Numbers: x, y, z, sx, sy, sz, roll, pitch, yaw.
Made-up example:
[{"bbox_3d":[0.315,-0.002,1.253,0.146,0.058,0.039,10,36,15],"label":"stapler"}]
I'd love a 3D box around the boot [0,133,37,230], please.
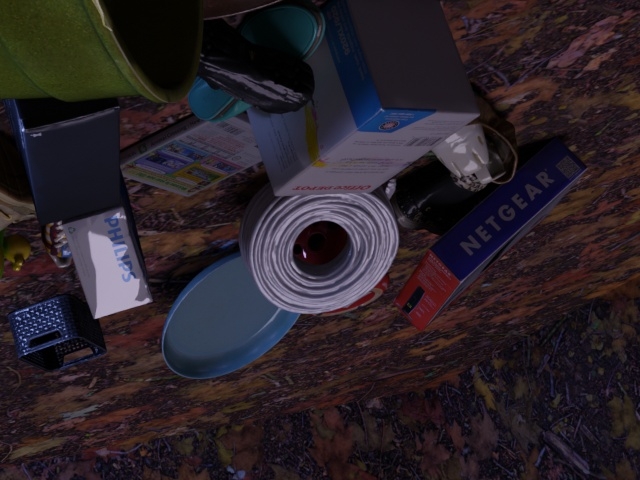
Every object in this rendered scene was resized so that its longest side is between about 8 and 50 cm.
[{"bbox_3d":[-0.463,-0.055,1.673,0.203,0.095,0.262,-20,168,11],"label":"boot"}]

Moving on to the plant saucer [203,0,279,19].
[{"bbox_3d":[-0.082,-0.316,1.302,0.310,0.050,0.310,-16,164,-5],"label":"plant saucer"}]

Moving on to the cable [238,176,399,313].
[{"bbox_3d":[0.000,0.000,2.117,0.257,0.089,0.257,-3,119,-15],"label":"cable"}]

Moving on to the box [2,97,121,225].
[{"bbox_3d":[-0.280,-0.151,1.387,0.103,0.184,0.261,-14,164,-13],"label":"box"}]

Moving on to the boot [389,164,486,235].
[{"bbox_3d":[0.247,-0.085,2.329,0.178,0.085,0.236,-33,159,34],"label":"boot"}]

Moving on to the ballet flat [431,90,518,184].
[{"bbox_3d":[0.227,-0.149,2.029,0.116,0.124,0.342,-24,162,20],"label":"ballet flat"}]

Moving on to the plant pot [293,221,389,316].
[{"bbox_3d":[0.018,0.030,2.306,0.191,0.174,0.191,-15,162,-5],"label":"plant pot"}]

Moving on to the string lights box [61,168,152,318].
[{"bbox_3d":[-0.270,-0.028,1.631,0.076,0.133,0.260,-16,-152,-6],"label":"string lights box"}]

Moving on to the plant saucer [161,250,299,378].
[{"bbox_3d":[-0.162,0.127,2.462,0.317,0.044,0.317,-24,142,-21],"label":"plant saucer"}]

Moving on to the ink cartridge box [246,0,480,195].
[{"bbox_3d":[0.044,-0.178,1.663,0.171,0.168,0.232,-3,158,-41],"label":"ink cartridge box"}]

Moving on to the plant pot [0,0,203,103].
[{"bbox_3d":[-0.295,-0.246,0.869,0.353,0.366,0.366,-8,165,8],"label":"plant pot"}]

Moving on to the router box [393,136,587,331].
[{"bbox_3d":[0.301,-0.006,2.407,0.335,0.082,0.301,-40,171,-19],"label":"router box"}]

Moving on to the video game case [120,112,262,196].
[{"bbox_3d":[-0.166,-0.125,1.873,0.193,0.023,0.212,-24,163,20],"label":"video game case"}]

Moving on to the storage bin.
[{"bbox_3d":[-0.473,0.169,2.390,0.122,0.084,0.180,-19,163,4],"label":"storage bin"}]

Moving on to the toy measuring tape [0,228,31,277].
[{"bbox_3d":[-0.562,0.044,1.845,0.330,0.121,0.121,-9,161,-28],"label":"toy measuring tape"}]

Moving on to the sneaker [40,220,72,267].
[{"bbox_3d":[-0.361,-0.024,1.884,0.069,0.084,0.185,-13,163,-17],"label":"sneaker"}]

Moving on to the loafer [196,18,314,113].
[{"bbox_3d":[-0.112,-0.200,1.485,0.223,0.076,0.078,24,145,-25],"label":"loafer"}]

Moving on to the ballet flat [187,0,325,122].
[{"bbox_3d":[-0.066,-0.226,1.588,0.247,0.083,0.087,-34,-178,42],"label":"ballet flat"}]
